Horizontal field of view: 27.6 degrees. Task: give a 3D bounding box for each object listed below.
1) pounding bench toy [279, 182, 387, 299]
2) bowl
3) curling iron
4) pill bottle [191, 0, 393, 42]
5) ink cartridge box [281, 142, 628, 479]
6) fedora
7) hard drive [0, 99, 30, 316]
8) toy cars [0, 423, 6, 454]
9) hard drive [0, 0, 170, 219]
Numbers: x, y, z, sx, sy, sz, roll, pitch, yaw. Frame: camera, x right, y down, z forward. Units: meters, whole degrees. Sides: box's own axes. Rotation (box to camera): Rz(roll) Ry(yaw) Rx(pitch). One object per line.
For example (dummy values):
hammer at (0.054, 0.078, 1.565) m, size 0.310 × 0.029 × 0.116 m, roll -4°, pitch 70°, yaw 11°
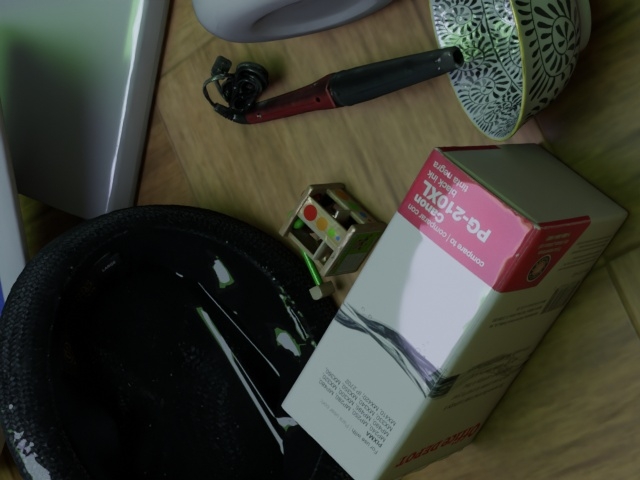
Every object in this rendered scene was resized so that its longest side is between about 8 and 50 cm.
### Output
pounding bench toy at (0.000, 0.000, 1.093) m, size 0.065 × 0.052 × 0.083 m, roll 43°, pitch 115°, yaw 22°
bowl at (0.146, -0.164, 0.951) m, size 0.080 × 0.170 × 0.170 m, roll -16°, pitch 84°, yaw -11°
curling iron at (0.002, -0.127, 1.056) m, size 0.274 × 0.068 × 0.035 m, roll 0°, pitch 60°, yaw 44°
pill bottle at (-0.044, -0.330, 1.015) m, size 0.181 × 0.181 × 0.323 m, roll -17°, pitch 85°, yaw 33°
ink cartridge box at (0.099, 0.052, 0.962) m, size 0.100 × 0.172 × 0.237 m, roll 40°, pitch 114°, yaw 24°
fedora at (-0.123, 0.140, 1.101) m, size 0.334 × 0.334 × 0.152 m, roll 59°, pitch 153°, yaw 14°
hard drive at (-0.288, -0.012, 1.164) m, size 0.210 × 0.040 × 0.318 m, roll -131°, pitch 33°, yaw -65°
toy cars at (-0.339, 0.127, 1.185) m, size 0.087 × 0.176 × 0.393 m, roll 17°, pitch 137°, yaw 15°
hard drive at (-0.246, -0.215, 1.237) m, size 0.233 × 0.047 × 0.353 m, roll 20°, pitch 104°, yaw 30°
